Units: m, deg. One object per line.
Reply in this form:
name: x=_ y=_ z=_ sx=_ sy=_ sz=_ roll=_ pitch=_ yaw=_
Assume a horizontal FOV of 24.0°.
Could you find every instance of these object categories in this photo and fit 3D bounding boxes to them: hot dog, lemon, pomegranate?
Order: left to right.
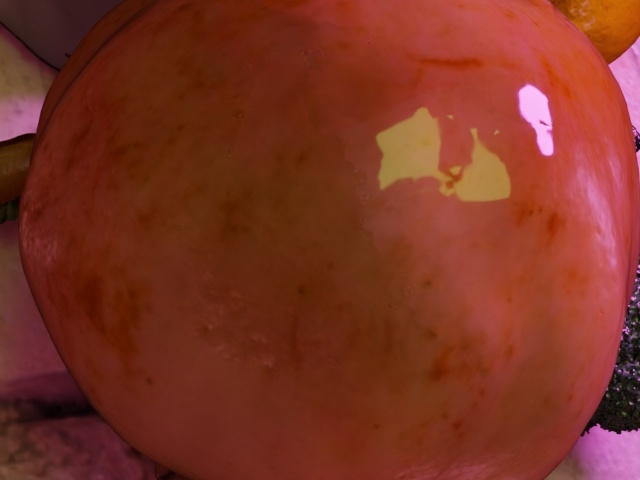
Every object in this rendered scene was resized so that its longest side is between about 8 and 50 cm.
hot dog: x=-0.250 y=-0.026 z=1.010 sx=0.188 sy=0.072 sz=0.055 roll=-23 pitch=94 yaw=-38
pomegranate: x=0.000 y=0.000 z=0.950 sx=0.411 sy=0.411 sz=0.411 roll=14 pitch=53 yaw=-20
lemon: x=0.223 y=-0.238 z=1.348 sx=0.170 sy=0.170 sz=0.207 roll=29 pitch=56 yaw=-9

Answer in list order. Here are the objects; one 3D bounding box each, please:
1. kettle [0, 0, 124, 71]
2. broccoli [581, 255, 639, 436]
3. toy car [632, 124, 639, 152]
kettle: x=-0.158 y=-0.233 z=1.072 sx=0.240 sy=0.255 sz=0.165 roll=10 pitch=67 yaw=-25
broccoli: x=0.204 y=0.065 z=1.155 sx=0.195 sy=0.156 sz=0.195 roll=-3 pitch=75 yaw=10
toy car: x=0.247 y=-0.100 z=1.361 sx=0.093 sy=0.025 sz=0.041 roll=23 pitch=52 yaw=-9
